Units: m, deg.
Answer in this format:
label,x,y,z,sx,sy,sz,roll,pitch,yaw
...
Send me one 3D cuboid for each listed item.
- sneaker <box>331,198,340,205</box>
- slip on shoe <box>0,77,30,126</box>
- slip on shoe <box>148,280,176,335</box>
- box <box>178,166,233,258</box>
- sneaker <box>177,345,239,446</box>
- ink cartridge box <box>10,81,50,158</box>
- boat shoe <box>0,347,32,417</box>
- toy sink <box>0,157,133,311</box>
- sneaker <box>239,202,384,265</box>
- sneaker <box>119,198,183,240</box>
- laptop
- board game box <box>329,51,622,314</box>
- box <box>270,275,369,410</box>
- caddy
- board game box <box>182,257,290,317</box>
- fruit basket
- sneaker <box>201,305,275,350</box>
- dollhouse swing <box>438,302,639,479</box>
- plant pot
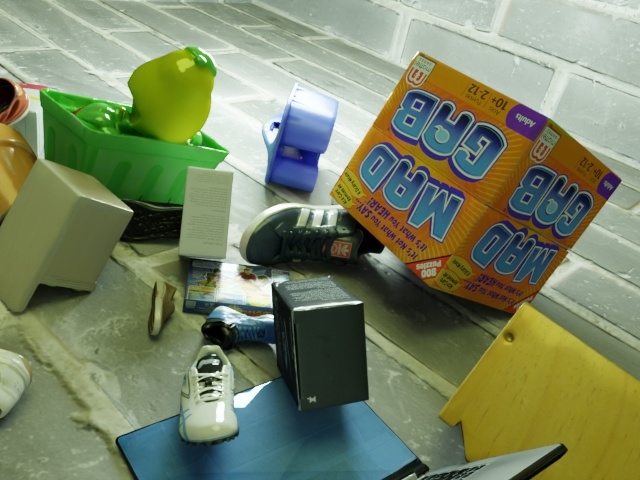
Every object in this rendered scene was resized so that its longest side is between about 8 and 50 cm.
label,x,y,z,sx,sy,sz,roll,pitch,yaw
sneaker,0.109,-0.157,1.653,0.120,0.112,0.299,17,31,6
slip on shoe,-0.780,-0.243,1.335,0.123,0.101,0.331,47,68,1
slip on shoe,-0.278,0.120,1.101,0.041,0.051,0.135,16,22,-19
box,-0.229,-0.050,1.239,0.091,0.171,0.130,6,-3,-13
sneaker,-0.159,0.215,0.875,0.085,0.086,0.237,-6,11,-11
ink cartridge box,-0.743,-0.297,1.526,0.127,0.128,0.176,4,31,-15
boat shoe,-0.545,0.180,0.837,0.277,0.098,0.096,11,29,-7
toy sink,-0.467,0.001,1.110,0.152,0.234,0.131,34,7,32
sneaker,0.000,0.000,1.324,0.350,0.131,0.148,-13,35,-38
sneaker,-0.352,-0.042,1.334,0.234,0.084,0.097,7,7,-13
laptop,0.003,0.263,0.797,0.382,0.408,0.236,-13,73,-37
board game box,0.317,-0.112,1.309,0.356,0.356,0.356,18,20,-44
box,-0.007,0.151,0.970,0.108,0.153,0.207,-6,10,-13
caddy,-0.069,-0.279,1.662,0.179,0.241,0.341,16,29,-4
board game box,-0.157,0.095,1.198,0.201,0.035,0.136,8,31,-10
fruit basket,-0.371,-0.266,1.336,0.392,0.392,0.283,-18,43,-42
sneaker,-0.131,0.161,1.071,0.152,0.058,0.084,15,24,10
dollhouse swing,0.403,0.309,1.000,0.347,0.305,0.315,37,76,20
plant pot,-0.613,-0.087,1.183,0.188,0.205,0.205,46,41,20
